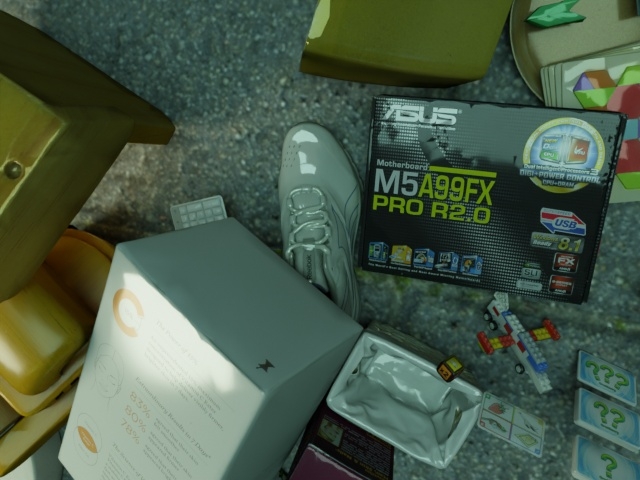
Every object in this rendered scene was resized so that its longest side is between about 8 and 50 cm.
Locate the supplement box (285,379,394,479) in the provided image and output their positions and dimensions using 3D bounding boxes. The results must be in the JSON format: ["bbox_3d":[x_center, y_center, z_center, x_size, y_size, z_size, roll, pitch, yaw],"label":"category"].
[{"bbox_3d":[0.028,0.262,0.682,0.104,0.188,0.080,29,101,5],"label":"supplement box"}]

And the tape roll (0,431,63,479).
[{"bbox_3d":[-0.592,0.332,0.852,0.392,0.072,0.391,1,96,9],"label":"tape roll"}]

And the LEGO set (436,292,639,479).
[{"bbox_3d":[0.263,0.161,0.642,0.244,0.182,0.060,26,135,6],"label":"LEGO set"}]

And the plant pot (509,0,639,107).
[{"bbox_3d":[0.338,-0.255,0.632,0.236,0.032,0.236,3,108,10],"label":"plant pot"}]

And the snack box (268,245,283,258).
[{"bbox_3d":[-0.114,0.062,0.757,0.141,0.037,0.100,-3,98,10],"label":"snack box"}]

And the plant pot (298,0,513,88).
[{"bbox_3d":[0.098,-0.270,0.608,0.187,0.212,0.212,17,100,-7],"label":"plant pot"}]

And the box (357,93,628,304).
[{"bbox_3d":[0.187,-0.053,0.652,0.270,0.060,0.216,9,108,14],"label":"box"}]

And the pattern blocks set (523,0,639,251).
[{"bbox_3d":[0.341,-0.127,0.636,0.286,0.026,0.324,-20,100,16],"label":"pattern blocks set"}]

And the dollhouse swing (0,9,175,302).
[{"bbox_3d":[-0.394,-0.115,0.618,0.347,0.305,0.315,34,87,3],"label":"dollhouse swing"}]

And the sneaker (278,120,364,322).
[{"bbox_3d":[0.000,0.000,0.685,0.111,0.129,0.297,-6,95,11],"label":"sneaker"}]

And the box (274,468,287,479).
[{"bbox_3d":[-0.074,0.358,0.780,0.083,0.052,0.062,43,102,3],"label":"box"}]

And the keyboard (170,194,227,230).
[{"bbox_3d":[-0.134,0.072,0.735,0.072,0.014,0.255,-12,95,12],"label":"keyboard"}]

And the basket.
[{"bbox_3d":[0.107,0.185,0.704,0.167,0.103,0.113,28,100,4],"label":"basket"}]

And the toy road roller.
[{"bbox_3d":[-0.372,0.128,0.677,0.329,0.240,0.202,-44,88,-8],"label":"toy road roller"}]

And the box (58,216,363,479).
[{"bbox_3d":[-0.141,0.181,0.636,0.215,0.168,0.345,39,121,21],"label":"box"}]
